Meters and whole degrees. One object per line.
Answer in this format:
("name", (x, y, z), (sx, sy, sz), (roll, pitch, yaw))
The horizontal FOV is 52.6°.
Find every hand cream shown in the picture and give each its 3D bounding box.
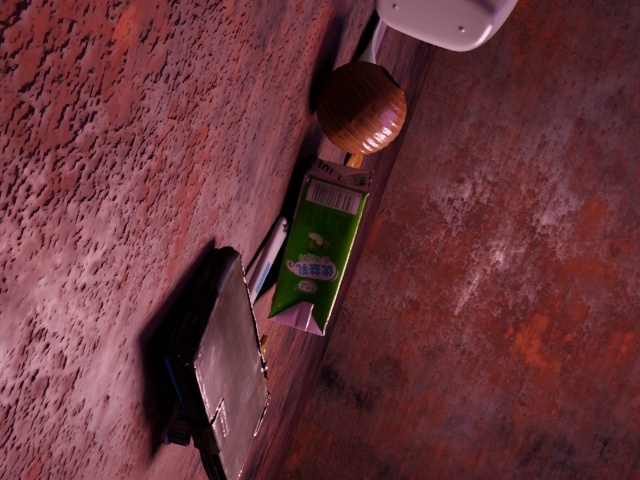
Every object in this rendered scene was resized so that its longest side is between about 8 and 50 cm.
("hand cream", (0.104, -0.368, 1.156), (0.079, 0.050, 0.275), (-31, -144, 60))

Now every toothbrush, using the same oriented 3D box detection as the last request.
("toothbrush", (-0.121, 0.106, 0.895), (0.040, 0.040, 0.386), (101, 9, -51))

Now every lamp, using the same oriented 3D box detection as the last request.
("lamp", (0.058, -0.192, 0.941), (0.136, 0.136, 0.136), (21, 90, -82))

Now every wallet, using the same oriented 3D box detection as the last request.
("wallet", (-0.116, 0.168, 0.792), (0.317, 0.044, 0.169), (86, 18, -46))

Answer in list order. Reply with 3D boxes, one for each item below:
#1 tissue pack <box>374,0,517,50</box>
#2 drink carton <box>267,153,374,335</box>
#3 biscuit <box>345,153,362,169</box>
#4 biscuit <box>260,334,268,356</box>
("tissue pack", (0.212, -0.467, 0.914), (0.333, 0.229, 0.236), (101, 13, -53))
("drink carton", (0.000, 0.000, 1.084), (0.161, 0.108, 0.271), (-67, 175, -71))
("biscuit", (0.071, -0.165, 1.493), (0.118, 0.023, 0.140), (-58, 166, -54))
("biscuit", (-0.121, 0.226, 1.243), (0.092, 0.016, 0.082), (-48, 158, -73))
